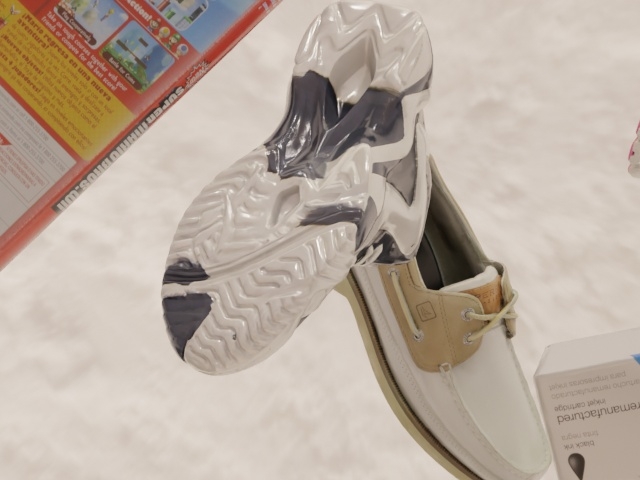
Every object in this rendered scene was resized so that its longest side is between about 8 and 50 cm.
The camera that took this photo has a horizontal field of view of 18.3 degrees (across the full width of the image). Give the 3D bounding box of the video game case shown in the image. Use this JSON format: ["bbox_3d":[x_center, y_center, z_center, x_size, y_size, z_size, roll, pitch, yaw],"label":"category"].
[{"bbox_3d":[-0.172,-0.121,1.098,0.285,0.025,0.204,-44,72,-4],"label":"video game case"}]

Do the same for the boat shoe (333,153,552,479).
[{"bbox_3d":[0.096,0.058,1.536,0.103,0.113,0.302,-36,85,38],"label":"boat shoe"}]

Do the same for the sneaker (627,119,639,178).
[{"bbox_3d":[0.283,-0.116,1.440,0.074,0.063,0.170,20,105,13],"label":"sneaker"}]

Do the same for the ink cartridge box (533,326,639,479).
[{"bbox_3d":[0.243,0.163,1.355,0.148,0.086,0.203,-13,99,16],"label":"ink cartridge box"}]

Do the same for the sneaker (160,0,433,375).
[{"bbox_3d":[0.000,0.000,1.079,0.094,0.153,0.235,10,58,19],"label":"sneaker"}]
